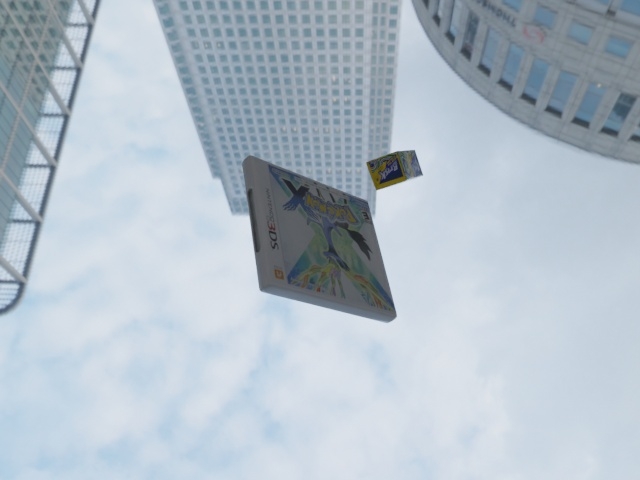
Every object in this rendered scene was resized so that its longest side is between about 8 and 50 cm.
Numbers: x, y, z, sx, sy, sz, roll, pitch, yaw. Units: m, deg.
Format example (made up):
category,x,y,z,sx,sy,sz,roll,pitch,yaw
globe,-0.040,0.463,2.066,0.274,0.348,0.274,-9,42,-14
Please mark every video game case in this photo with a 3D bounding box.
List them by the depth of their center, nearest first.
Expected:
category,x,y,z,sx,sy,sz,roll,pitch,yaw
video game case,0.000,0.000,1.369,0.329,0.036,0.300,18,-133,-38

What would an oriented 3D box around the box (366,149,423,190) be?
category,x,y,z,sx,sy,sz,roll,pitch,yaw
box,0.136,-0.128,1.230,0.059,0.169,0.054,-18,-87,20
